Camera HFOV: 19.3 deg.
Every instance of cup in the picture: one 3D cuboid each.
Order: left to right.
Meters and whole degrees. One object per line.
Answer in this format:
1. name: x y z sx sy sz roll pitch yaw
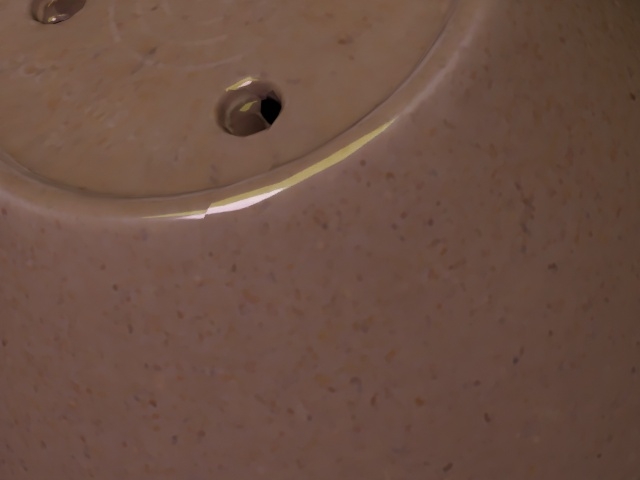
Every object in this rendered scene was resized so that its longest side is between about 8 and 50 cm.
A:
1. cup: 0.000 0.000 0.596 0.331 0.237 0.331 -9 51 11
